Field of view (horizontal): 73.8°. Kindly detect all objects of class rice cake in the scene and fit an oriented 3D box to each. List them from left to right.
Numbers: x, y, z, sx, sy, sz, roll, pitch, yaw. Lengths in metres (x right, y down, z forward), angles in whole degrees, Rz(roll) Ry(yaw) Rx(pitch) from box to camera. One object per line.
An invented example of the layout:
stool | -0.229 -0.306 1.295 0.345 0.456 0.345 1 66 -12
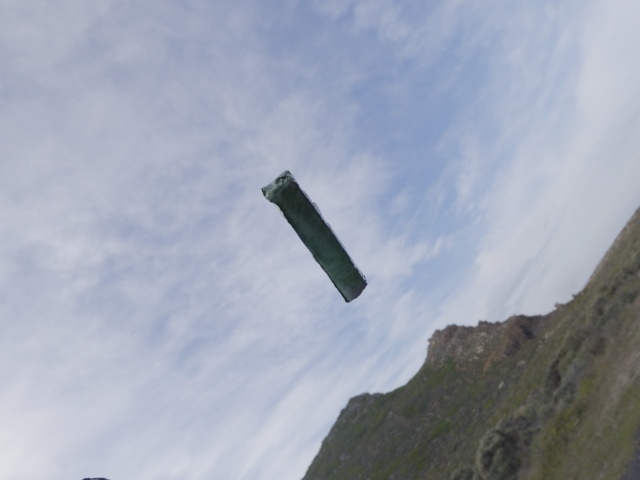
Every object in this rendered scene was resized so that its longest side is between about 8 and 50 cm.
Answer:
rice cake | 0.000 0.000 0.520 0.043 0.034 0.211 -34 -54 2

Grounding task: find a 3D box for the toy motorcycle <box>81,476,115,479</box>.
toy motorcycle | -0.102 0.246 0.276 0.084 0.212 0.118 109 -177 -56
